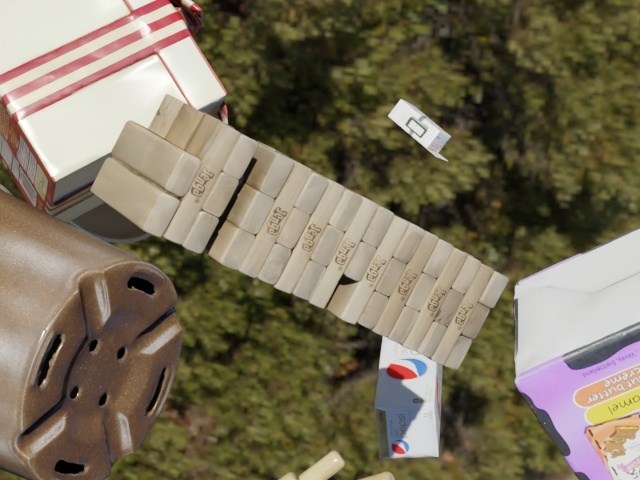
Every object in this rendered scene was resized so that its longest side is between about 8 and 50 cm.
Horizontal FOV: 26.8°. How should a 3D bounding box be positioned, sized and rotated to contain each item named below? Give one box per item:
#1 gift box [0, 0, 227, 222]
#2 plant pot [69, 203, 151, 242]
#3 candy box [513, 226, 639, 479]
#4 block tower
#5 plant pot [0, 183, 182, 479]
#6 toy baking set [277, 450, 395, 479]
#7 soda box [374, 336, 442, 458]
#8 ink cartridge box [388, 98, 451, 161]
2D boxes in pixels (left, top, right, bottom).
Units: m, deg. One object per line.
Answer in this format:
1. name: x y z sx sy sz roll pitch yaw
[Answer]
1. gift box: -0.254 -0.165 1.593 0.258 0.255 0.276 -31 89 -19
2. plant pot: -0.273 -0.166 2.115 0.274 0.257 0.256 -47 139 -58
3. candy box: 0.191 0.074 0.508 0.196 0.165 0.070 56 22 -21
4. block tower: 0.000 0.000 1.015 0.335 0.097 0.091 26 94 -39
5. plant pot: -0.174 0.046 0.719 0.167 0.165 0.167 -38 136 -47
6. toy baking set: -0.044 0.269 1.038 0.256 0.196 0.030 -35 118 6
7. soda box: 0.105 0.164 1.572 0.216 0.069 0.073 -78 163 -63
8. ink cartridge box: 0.128 -0.135 1.647 0.028 0.083 0.048 -52 160 12
